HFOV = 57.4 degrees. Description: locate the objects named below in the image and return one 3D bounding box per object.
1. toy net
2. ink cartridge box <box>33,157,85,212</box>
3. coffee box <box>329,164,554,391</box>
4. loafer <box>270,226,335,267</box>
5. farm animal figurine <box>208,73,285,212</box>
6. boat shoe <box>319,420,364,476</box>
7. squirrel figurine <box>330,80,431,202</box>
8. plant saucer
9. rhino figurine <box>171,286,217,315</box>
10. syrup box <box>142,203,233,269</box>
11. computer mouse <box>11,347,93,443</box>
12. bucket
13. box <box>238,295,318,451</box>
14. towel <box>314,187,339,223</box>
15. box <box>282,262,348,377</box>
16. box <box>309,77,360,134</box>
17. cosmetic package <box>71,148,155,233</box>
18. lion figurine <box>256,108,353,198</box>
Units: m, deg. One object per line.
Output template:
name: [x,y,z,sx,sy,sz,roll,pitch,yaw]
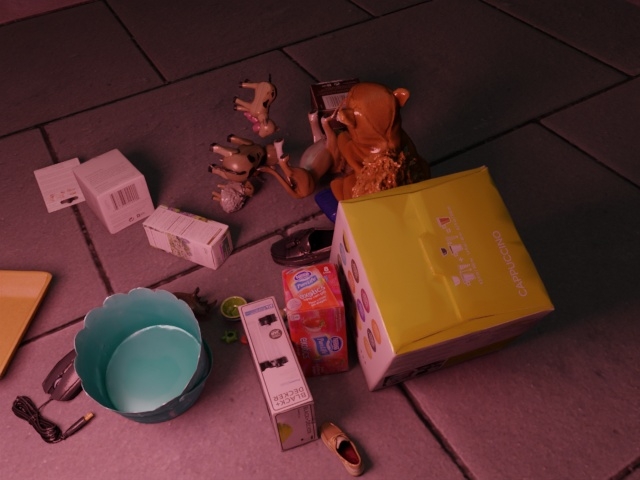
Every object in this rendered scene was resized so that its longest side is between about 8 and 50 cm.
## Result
toy net: [-0.134,0.196,1.462,0.232,0.045,0.122,-3,45,1]
ink cartridge box: [-0.825,-0.173,1.891,0.145,0.045,0.179,-22,66,-18]
coffee box: [0.232,0.091,1.278,0.338,0.334,0.338,-14,67,-10]
loafer: [0.000,0.000,1.571,0.302,0.095,0.109,-6,58,16]
farm animal figurine: [-0.195,-0.280,1.740,0.172,0.330,0.327,19,49,16]
boat shoe: [0.045,0.426,1.223,0.050,0.045,0.135,-30,51,-24]
squirrel figurine: [0.172,-0.208,1.509,0.281,0.370,0.397,-15,48,-3]
plant saucer: [-0.875,0.222,1.464,0.332,0.081,0.333,1,46,6]
rhino figurine: [-0.382,0.179,1.478,0.243,0.073,0.106,-14,49,-12]
syrup box: [-0.372,-0.012,1.649,0.237,0.093,0.096,17,48,19]
computer mouse: [-0.564,0.333,1.346,0.184,0.060,0.262,31,55,31]
bucket: [-0.376,0.260,1.280,0.281,0.183,0.281,1,61,-1]
box: [-0.095,0.287,1.285,0.087,0.169,0.290,-16,47,-12]
towel: [0.149,-0.072,1.696,0.227,0.076,0.308,-27,50,-12]
box: [-0.009,0.185,1.316,0.122,0.257,0.128,-9,45,-3]
box: [0.063,-0.395,1.921,0.168,0.203,0.167,-9,45,-6]
cosmetic package: [-0.622,-0.150,1.762,0.151,0.151,0.183,-31,52,-25]
lion figurine: [-0.016,-0.231,1.754,0.142,0.240,0.392,21,52,43]
